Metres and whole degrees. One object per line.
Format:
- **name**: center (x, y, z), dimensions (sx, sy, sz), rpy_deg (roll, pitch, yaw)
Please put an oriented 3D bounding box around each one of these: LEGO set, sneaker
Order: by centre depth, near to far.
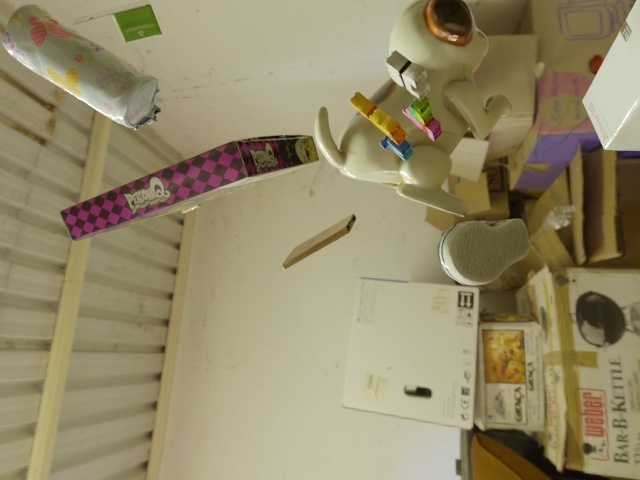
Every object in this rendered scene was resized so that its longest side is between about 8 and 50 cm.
- **LEGO set**: center (0.103, -0.188, 0.605), dimensions (0.087, 0.093, 0.227), rpy_deg (-48, -18, 10)
- **sneaker**: center (0.309, 0.022, 0.864), dimensions (0.321, 0.127, 0.126), rpy_deg (-7, -91, -43)
- **sneaker**: center (-0.648, -0.462, 1.574), dimensions (0.135, 0.058, 0.052), rpy_deg (-64, 15, -22)

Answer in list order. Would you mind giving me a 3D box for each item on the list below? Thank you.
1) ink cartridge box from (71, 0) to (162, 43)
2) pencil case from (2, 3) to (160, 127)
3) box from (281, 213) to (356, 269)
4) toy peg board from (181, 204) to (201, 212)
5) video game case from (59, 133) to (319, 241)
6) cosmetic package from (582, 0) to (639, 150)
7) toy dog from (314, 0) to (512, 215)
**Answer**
- **ink cartridge box**: center (-0.693, -0.736, 1.434), dimensions (0.189, 0.255, 0.097), rpy_deg (-125, 17, -50)
- **pencil case**: center (-0.458, -0.340, 0.822), dimensions (0.113, 0.273, 0.124), rpy_deg (-49, 13, 54)
- **box**: center (0.000, 0.000, 1.128), dimensions (0.021, 0.201, 0.164), rpy_deg (58, -162, -8)
- **toy peg board**: center (-0.549, -0.198, 1.651), dimensions (0.079, 0.160, 0.161), rpy_deg (-6, -93, -40)
- **video game case**: center (-0.139, -0.069, 0.501), dimensions (0.210, 0.232, 0.042), rpy_deg (-39, -68, -68)
- **cosmetic package**: center (0.442, -0.237, 0.538), dimensions (0.231, 0.085, 0.117), rpy_deg (86, -174, -55)
- **toy dog**: center (0.209, -0.312, 0.928), dimensions (0.284, 0.395, 0.408), rpy_deg (-103, 31, -75)
